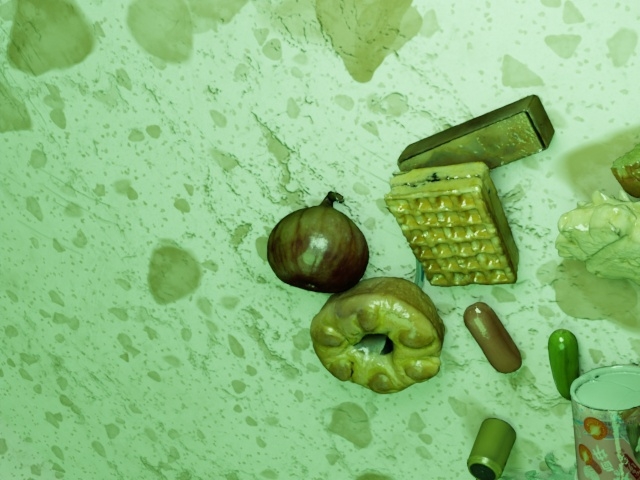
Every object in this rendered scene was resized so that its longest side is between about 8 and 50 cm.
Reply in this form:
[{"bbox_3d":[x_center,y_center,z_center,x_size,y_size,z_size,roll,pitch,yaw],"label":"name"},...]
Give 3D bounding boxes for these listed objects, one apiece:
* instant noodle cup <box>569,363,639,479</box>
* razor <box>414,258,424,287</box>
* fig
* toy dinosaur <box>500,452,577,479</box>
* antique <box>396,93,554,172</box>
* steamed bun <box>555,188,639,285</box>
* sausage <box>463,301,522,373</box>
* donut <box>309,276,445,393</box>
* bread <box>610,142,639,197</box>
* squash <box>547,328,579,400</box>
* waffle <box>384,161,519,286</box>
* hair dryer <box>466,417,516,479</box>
[{"bbox_3d":[0.652,0.414,1.896,0.243,0.243,0.231,-5,111,29],"label":"instant noodle cup"},{"bbox_3d":[0.215,0.027,1.992,0.037,0.068,0.191,-20,121,-9],"label":"razor"},{"bbox_3d":[-0.004,0.018,2.000,0.235,0.214,0.235,0,140,0],"label":"fig"},{"bbox_3d":[0.565,0.599,2.156,0.242,0.053,0.167,-20,113,29],"label":"toy dinosaur"},{"bbox_3d":[0.307,-0.189,1.784,0.310,0.087,0.093,-19,110,33],"label":"antique"},{"bbox_3d":[0.609,-0.003,1.681,0.292,0.137,0.295,35,161,-33],"label":"steamed bun"},{"bbox_3d":[0.390,0.221,2.002,0.077,0.077,0.194,-25,106,35],"label":"sausage"},{"bbox_3d":[0.135,0.219,2.057,0.317,0.150,0.299,13,133,15],"label":"donut"},{"bbox_3d":[0.633,-0.146,1.648,0.125,0.086,0.156,36,130,-1],"label":"bread"},{"bbox_3d":[0.546,0.278,1.968,0.066,0.066,0.201,1,126,26],"label":"squash"},{"bbox_3d":[0.281,-0.024,1.835,0.213,0.091,0.308,-4,137,29],"label":"waffle"},{"bbox_3d":[0.409,0.576,2.183,0.090,0.135,0.278,17,135,17],"label":"hair dryer"}]
